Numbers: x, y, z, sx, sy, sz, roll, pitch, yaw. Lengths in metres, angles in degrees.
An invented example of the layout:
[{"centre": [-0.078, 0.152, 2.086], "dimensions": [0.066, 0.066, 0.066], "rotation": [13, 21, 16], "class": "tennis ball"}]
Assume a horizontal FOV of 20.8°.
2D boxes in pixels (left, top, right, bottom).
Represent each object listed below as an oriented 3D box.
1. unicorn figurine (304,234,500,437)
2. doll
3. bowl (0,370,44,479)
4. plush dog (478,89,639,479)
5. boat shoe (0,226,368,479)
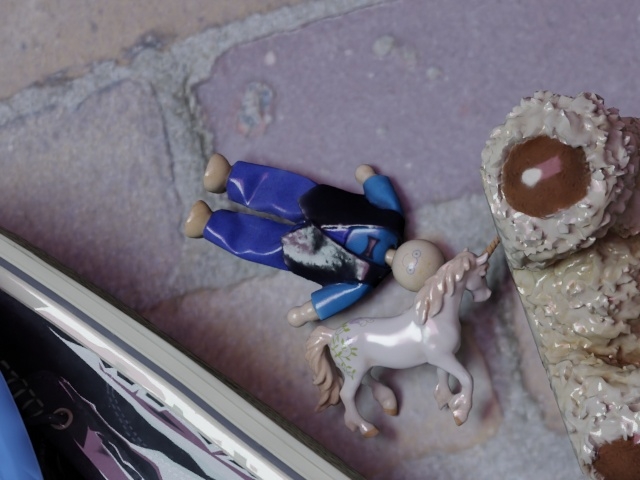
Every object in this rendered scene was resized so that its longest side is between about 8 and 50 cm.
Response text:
[{"centre": [0.064, 0.070, 1.170], "dimensions": [0.162, 0.060, 0.111], "rotation": [-15, 107, 3], "class": "unicorn figurine"}, {"centre": [0.000, 0.000, 1.234], "dimensions": [0.189, 0.046, 0.129], "rotation": [16, 77, 20], "class": "doll"}, {"centre": [-0.300, 0.177, 1.189], "dimensions": [0.391, 0.077, 0.391], "rotation": [29, 128, 46], "class": "bowl"}, {"centre": [0.231, 0.001, 1.080], "dimensions": [0.225, 0.210, 0.262], "rotation": [-19, 100, 5], "class": "plush dog"}, {"centre": [-0.163, 0.119, 1.211], "dimensions": [0.500, 0.187, 0.156], "rotation": [34, 89, 21], "class": "boat shoe"}]
